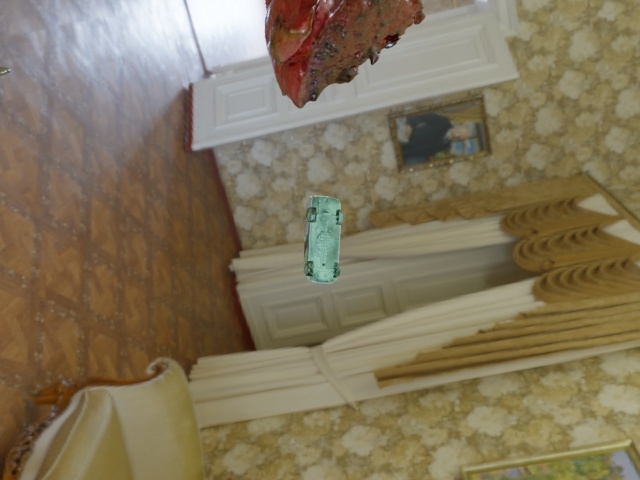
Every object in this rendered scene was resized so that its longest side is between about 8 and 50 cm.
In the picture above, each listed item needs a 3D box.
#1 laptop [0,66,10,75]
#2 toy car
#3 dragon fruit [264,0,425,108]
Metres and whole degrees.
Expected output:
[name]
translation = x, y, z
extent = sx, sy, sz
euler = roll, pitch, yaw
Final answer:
[laptop]
translation = -0.746, -0.327, 1.200
extent = 0.188, 0.269, 0.015
euler = -116, -146, -67
[toy car]
translation = 0.000, 0.000, 1.635
extent = 0.076, 0.090, 0.224
euler = -6, -100, 63
[dragon fruit]
translation = -0.041, -0.424, 1.017
extent = 0.329, 0.286, 0.228
euler = 59, 16, 16
